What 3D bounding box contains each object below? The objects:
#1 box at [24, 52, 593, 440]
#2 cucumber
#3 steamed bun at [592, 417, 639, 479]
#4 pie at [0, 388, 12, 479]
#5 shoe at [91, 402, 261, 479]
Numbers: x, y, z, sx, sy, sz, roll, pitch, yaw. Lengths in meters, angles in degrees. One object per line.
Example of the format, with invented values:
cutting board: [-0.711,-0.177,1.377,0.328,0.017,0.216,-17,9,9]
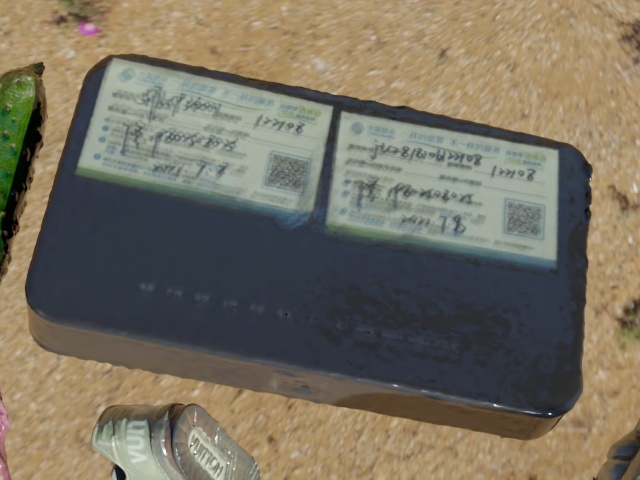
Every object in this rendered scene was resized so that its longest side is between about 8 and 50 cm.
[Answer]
box: [0.000,0.000,0.830,0.350,0.058,0.211,11,60,-3]
cucumber: [-0.222,-0.030,0.835,0.069,0.227,0.069,9,149,5]
steamed bun: [0.507,0.285,1.620,0.206,0.275,0.320,50,134,36]
pie: [-0.209,0.119,0.443,0.204,0.054,0.218,-5,119,-31]
shoe: [-0.176,0.281,1.541,0.149,0.109,0.293,5,144,22]
